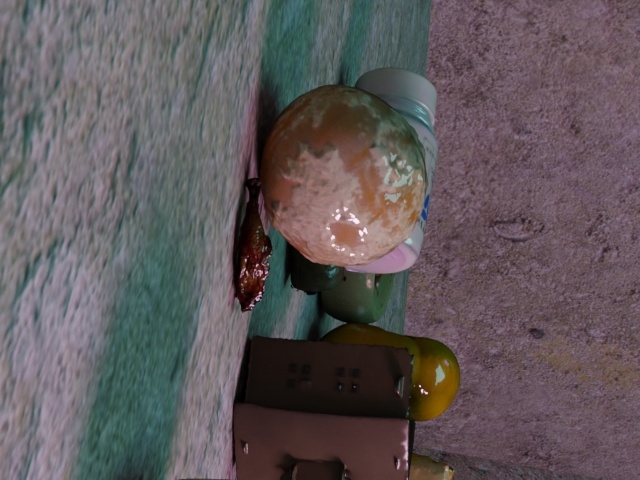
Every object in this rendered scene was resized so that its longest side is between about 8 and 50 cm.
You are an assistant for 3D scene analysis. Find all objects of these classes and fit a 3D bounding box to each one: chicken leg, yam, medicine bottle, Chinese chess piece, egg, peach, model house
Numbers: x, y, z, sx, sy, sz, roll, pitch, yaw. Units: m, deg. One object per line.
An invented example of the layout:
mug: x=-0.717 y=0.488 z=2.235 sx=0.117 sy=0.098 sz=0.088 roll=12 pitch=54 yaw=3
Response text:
chicken leg: x=-0.073 y=0.008 z=1.061 sx=0.062 sy=0.037 sz=0.145 roll=-117 pitch=-150 yaw=-67
yam: x=-0.003 y=0.000 z=1.341 sx=0.084 sy=0.084 sz=0.127 roll=-61 pitch=153 yaw=-64
medicine bottle: x=0.091 y=-0.109 z=1.518 sx=0.170 sy=0.170 sz=0.293 roll=77 pitch=22 yaw=-64
Chinese chess piece: x=0.068 y=0.019 z=1.693 sx=0.250 sy=0.103 sz=0.250 roll=8 pitch=90 yaw=-78
egg: x=0.025 y=-0.073 z=1.109 sx=0.233 sy=0.194 sz=0.195 roll=69 pitch=28 yaw=-43
peach: x=0.110 y=0.216 z=1.639 sx=0.251 sy=0.251 sz=0.153 roll=73 pitch=20 yaw=-68
model house: x=0.009 y=0.254 z=1.211 sx=0.204 sy=0.211 sz=0.244 roll=53 pitch=41 yaw=-74

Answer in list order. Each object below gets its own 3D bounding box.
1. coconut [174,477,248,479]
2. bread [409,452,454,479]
coconut: x=-0.074 y=0.303 z=0.807 sx=0.197 sy=0.236 sz=0.237 roll=-51 pitch=-174 yaw=28
bread: x=0.052 y=0.422 z=1.446 sx=0.279 sy=0.278 sz=0.207 roll=84 pitch=19 yaw=-61
